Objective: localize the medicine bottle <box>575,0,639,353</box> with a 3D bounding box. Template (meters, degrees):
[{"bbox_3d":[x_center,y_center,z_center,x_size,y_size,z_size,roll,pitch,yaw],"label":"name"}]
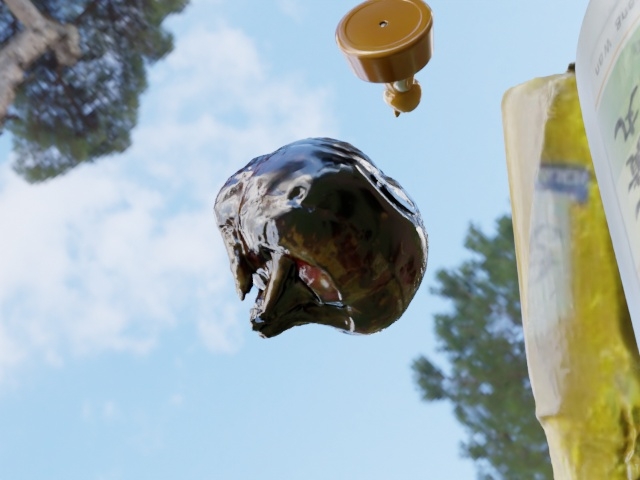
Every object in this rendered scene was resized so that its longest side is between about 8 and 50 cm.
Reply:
[{"bbox_3d":[0.188,0.006,0.435,0.124,0.324,0.179,10,-39,-19],"label":"medicine bottle"}]

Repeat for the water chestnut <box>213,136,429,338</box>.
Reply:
[{"bbox_3d":[0.000,0.000,1.574,0.244,0.289,0.289,-46,-41,13],"label":"water chestnut"}]

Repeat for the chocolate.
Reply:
[{"bbox_3d":[0.255,0.064,1.068,0.162,0.162,0.446,0,-96,-39],"label":"chocolate"}]

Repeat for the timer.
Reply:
[{"bbox_3d":[0.100,-0.231,1.618,0.132,0.132,0.152,-33,-45,-13],"label":"timer"}]
